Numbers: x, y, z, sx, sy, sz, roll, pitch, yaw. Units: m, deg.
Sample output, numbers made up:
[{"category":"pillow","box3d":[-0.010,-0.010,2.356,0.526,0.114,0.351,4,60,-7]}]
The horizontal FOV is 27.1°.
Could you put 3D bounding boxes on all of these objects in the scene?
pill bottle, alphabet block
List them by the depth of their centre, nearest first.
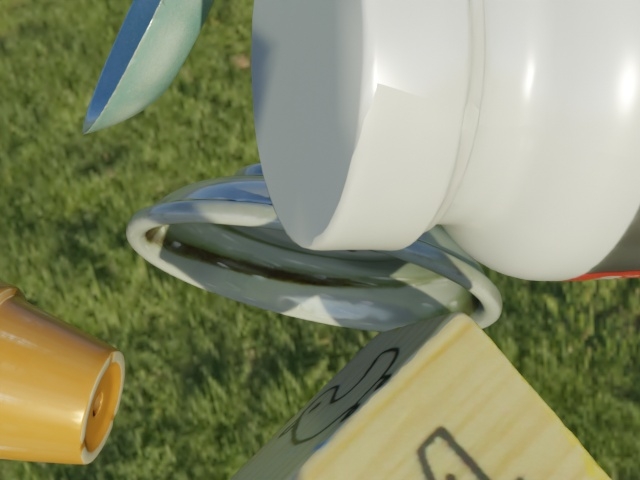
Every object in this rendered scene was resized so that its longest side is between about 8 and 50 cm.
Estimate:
[{"category":"pill bottle","box3d":[0.163,-0.087,0.621,0.362,0.210,0.210,-2,33,-17]},{"category":"alphabet block","box3d":[0.068,0.193,0.988,0.197,0.193,0.192,-43,6,-20]}]

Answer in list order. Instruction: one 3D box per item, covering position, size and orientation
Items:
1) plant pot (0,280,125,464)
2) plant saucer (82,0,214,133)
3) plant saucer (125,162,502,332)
[{"category":"plant pot","box3d":[-0.322,0.157,1.442,0.188,0.205,0.205,15,40,8]},{"category":"plant saucer","box3d":[-0.103,-0.152,0.892,0.037,0.195,0.195,26,33,-16]},{"category":"plant saucer","box3d":[0.000,0.000,1.403,0.400,0.400,0.101,7,75,21]}]
